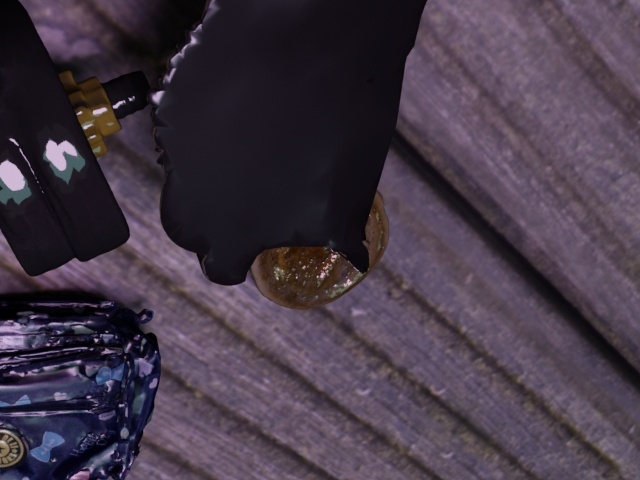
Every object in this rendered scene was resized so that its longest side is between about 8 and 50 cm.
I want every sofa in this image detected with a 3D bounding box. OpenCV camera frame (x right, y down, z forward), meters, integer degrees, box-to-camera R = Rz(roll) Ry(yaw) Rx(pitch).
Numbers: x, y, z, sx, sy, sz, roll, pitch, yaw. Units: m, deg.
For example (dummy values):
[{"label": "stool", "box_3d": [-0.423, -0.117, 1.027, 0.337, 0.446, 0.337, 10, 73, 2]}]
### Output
[{"label": "sofa", "box_3d": [-0.041, -0.125, 0.866, 0.182, 0.200, 0.258, 6, 119, -18]}]

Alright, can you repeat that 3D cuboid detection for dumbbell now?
[{"label": "dumbbell", "box_3d": [-0.286, -0.021, 0.804, 0.388, 0.185, 0.185, -26, 129, -11]}]

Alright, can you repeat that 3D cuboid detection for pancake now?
[{"label": "pancake", "box_3d": [0.000, 0.000, 1.070, 0.139, 0.022, 0.140, -14, 127, -20]}]

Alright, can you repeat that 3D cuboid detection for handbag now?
[{"label": "handbag", "box_3d": [-0.251, 0.117, 0.962, 0.260, 0.113, 0.162, 1, 114, -19]}]
